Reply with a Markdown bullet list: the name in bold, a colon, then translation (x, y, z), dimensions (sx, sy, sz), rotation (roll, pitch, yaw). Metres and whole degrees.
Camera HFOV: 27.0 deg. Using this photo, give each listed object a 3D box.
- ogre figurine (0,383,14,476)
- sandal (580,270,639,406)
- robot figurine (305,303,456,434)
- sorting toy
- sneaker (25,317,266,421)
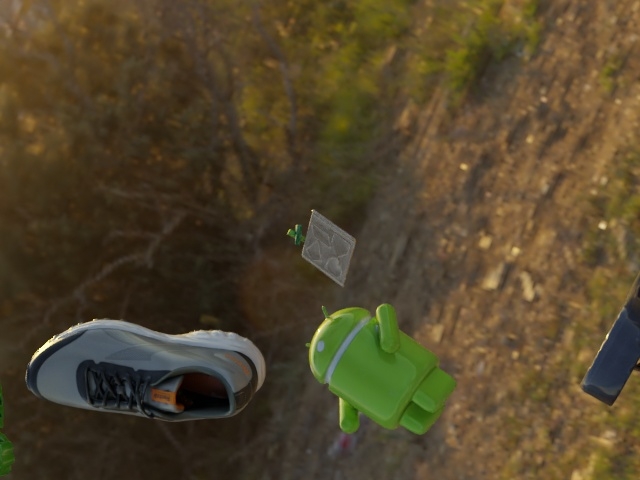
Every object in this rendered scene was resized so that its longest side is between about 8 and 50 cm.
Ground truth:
- **ogre figurine**: translation (-0.349, 0.126, 1.177), dimensions (0.118, 0.197, 0.097), rotation (-24, 15, 21)
- **sandal**: translation (0.244, 0.059, 0.969), dimensions (0.254, 0.054, 0.097), rotation (-40, -25, -59)
- **robot figurine**: translation (0.041, 0.095, 0.994), dimensions (0.115, 0.067, 0.101), rotation (34, 129, 14)
- **sorting toy**: translation (0.000, 0.000, 1.281), dimensions (0.083, 0.012, 0.062), rotation (36, 133, 30)
- **sneaker**: translation (-0.201, 0.152, 1.494), dimensions (0.108, 0.271, 0.100), rotation (-73, -19, -68)
